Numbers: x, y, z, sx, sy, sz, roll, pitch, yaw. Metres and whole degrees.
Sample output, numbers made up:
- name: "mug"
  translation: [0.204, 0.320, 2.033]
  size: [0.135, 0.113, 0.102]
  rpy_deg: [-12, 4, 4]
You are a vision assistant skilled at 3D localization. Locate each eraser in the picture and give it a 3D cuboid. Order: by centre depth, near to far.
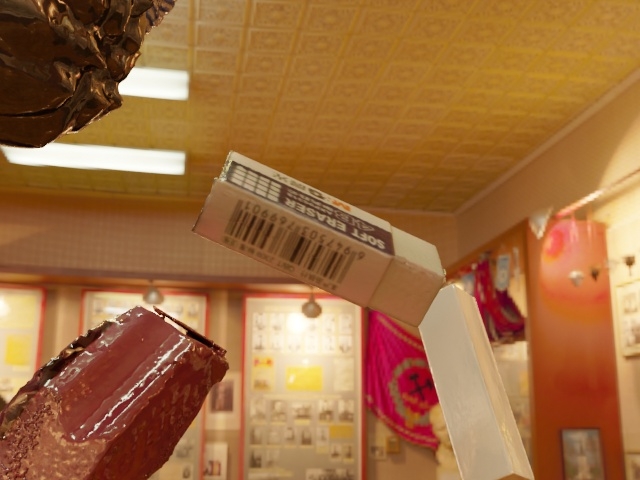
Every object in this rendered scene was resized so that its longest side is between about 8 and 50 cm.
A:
- name: "eraser"
  translation: [0.000, 0.000, 0.927]
  size: [0.287, 0.086, 0.130]
  rpy_deg: [25, 17, -7]
- name: "eraser"
  translation: [0.219, 0.214, 1.141]
  size: [0.078, 0.298, 0.076]
  rpy_deg: [-31, -38, 24]

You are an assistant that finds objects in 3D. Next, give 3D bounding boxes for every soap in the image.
- name: "soap"
  translation: [-0.220, 0.186, 0.818]
  size: [0.112, 0.289, 0.182]
  rpy_deg: [32, -41, 16]

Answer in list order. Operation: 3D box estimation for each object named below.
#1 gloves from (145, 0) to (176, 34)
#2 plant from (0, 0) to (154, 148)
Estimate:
- name: "gloves"
  translation: [-0.195, -0.202, 0.665]
  size: [0.097, 0.229, 0.119]
  rpy_deg: [44, -12, 0]
- name: "plant"
  translation: [-0.197, -0.142, 0.353]
  size: [0.256, 0.164, 0.142]
  rpy_deg: [30, -21, 6]
